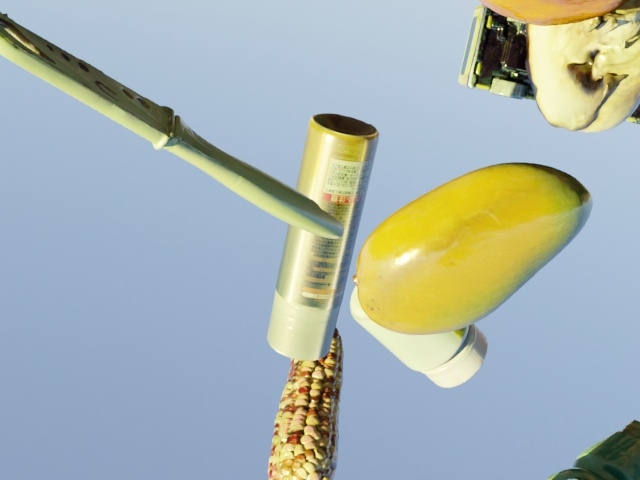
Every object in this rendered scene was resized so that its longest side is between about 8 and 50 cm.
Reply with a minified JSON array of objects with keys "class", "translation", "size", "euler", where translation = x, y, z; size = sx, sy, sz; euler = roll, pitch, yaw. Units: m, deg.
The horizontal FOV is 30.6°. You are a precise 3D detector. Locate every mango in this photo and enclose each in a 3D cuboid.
[{"class":"mango","translation":[0.148,0.009,1.161],"size":[0.156,0.251,0.114],"euler":[42,-150,-31]}]

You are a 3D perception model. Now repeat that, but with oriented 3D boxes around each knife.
[{"class":"knife","translation":[-0.078,-0.057,0.652],"size":[0.293,0.020,0.043],"euler":[29,-158,-47]}]

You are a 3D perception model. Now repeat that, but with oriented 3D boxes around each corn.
[{"class":"corn","translation":[-0.014,0.239,1.613],"size":[0.092,0.092,0.280],"euler":[7,-133,2]}]

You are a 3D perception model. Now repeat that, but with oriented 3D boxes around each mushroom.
[{"class":"mushroom","translation":[0.357,-0.258,1.445],"size":[0.164,0.189,0.267],"euler":[-5,-127,-15]}]

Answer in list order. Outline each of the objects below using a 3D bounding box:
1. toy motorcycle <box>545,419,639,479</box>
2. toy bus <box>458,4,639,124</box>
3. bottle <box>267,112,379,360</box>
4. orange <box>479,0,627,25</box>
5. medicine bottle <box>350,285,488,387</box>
[{"class":"toy motorcycle","translation":[0.151,0.232,0.830],"size":[0.109,0.198,0.296],"euler":[36,-135,24]},{"class":"toy bus","translation":[0.336,-0.248,1.642],"size":[0.262,0.128,0.150],"euler":[12,-172,-5]},{"class":"bottle","translation":[0.000,0.000,1.350],"size":[0.082,0.286,0.082],"euler":[10,-158,-4]},{"class":"orange","translation":[0.243,-0.320,1.229],"size":[0.249,0.183,0.249],"euler":[-3,-143,2]},{"class":"medicine bottle","translation":[0.166,0.136,1.954],"size":[0.225,0.139,0.139],"euler":[43,-173,-28]}]
